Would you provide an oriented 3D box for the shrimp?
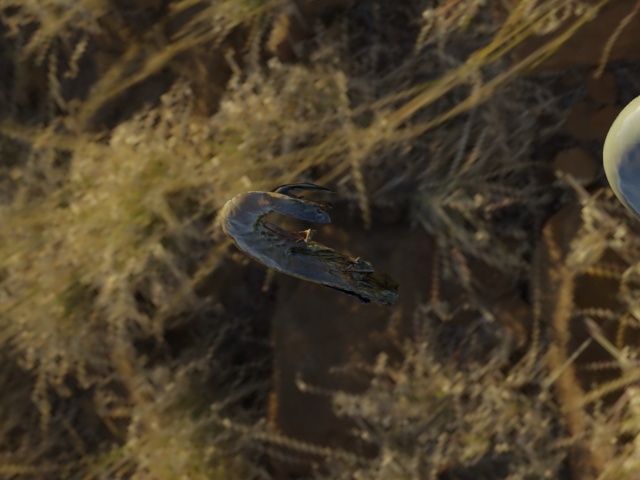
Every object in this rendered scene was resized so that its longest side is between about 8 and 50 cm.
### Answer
[{"bbox_3d":[0.000,0.000,1.659,0.219,0.046,0.152,25,146,-7],"label":"shrimp"}]

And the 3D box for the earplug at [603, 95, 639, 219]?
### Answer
[{"bbox_3d":[0.390,-0.044,1.387,0.214,0.175,0.325,39,173,-26],"label":"earplug"}]
